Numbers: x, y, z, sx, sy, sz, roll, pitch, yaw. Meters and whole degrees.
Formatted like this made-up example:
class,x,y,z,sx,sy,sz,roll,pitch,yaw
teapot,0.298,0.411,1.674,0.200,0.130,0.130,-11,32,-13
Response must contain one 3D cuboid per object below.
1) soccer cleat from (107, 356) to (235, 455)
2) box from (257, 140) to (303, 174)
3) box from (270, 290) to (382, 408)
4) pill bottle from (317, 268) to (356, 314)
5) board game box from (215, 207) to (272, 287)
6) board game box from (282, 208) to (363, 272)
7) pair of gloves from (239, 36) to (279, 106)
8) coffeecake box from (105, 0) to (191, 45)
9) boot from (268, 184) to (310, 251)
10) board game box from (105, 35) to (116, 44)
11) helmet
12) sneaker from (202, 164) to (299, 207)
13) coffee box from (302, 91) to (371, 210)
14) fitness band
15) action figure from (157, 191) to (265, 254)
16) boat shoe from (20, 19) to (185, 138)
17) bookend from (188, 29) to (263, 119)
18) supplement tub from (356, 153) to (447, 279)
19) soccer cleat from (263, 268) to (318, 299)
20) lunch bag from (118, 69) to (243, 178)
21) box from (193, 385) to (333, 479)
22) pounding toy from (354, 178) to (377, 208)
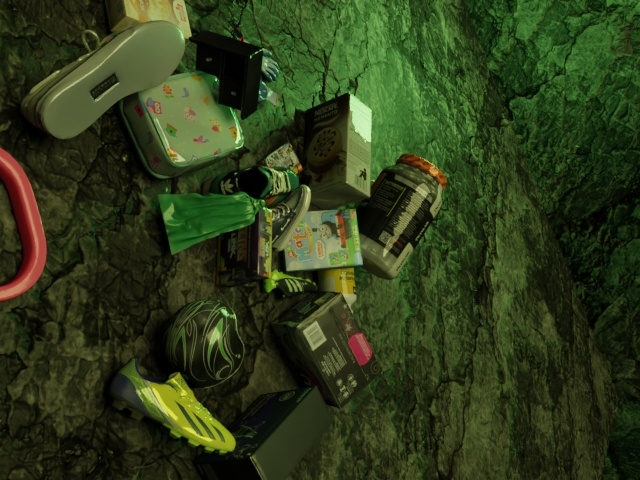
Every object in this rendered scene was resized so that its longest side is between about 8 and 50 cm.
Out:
class,x,y,z,sx,sy,sz,roll,pitch,yaw
soccer cleat,-0.280,0.332,1.348,0.289,0.093,0.121,34,66,-19
box,-0.108,-0.206,1.863,0.137,0.027,0.094,-47,115,-48
box,0.013,0.274,1.723,0.163,0.142,0.247,-35,105,-29
pill bottle,0.046,0.127,1.876,0.103,0.103,0.184,10,69,-50
board game box,-0.181,0.017,1.598,0.048,0.141,0.170,21,61,-47
board game box,0.000,0.000,1.822,0.212,0.039,0.160,-4,78,-13
pair of gloves,-0.174,-0.459,1.875,0.159,0.023,0.198,27,56,-42
coffeecake box,-0.399,-0.532,1.564,0.185,0.068,0.142,6,64,-51
boot,-0.099,-0.065,1.735,0.086,0.069,0.190,23,93,-43
board game box,-0.411,-0.413,1.550,0.169,0.033,0.133,-33,104,-52
helmet,-0.251,0.210,1.425,0.169,0.169,0.161,-48,132,-48
sneaker,-0.144,-0.136,1.699,0.302,0.121,0.108,-16,94,-47
coffee box,0.048,-0.256,1.964,0.119,0.168,0.297,27,57,-44
fitness band,-0.590,-0.034,1.173,0.209,0.054,0.290,-15,90,-53
action figure,-0.236,-0.058,1.524,0.232,0.063,0.137,-13,90,-13
boat shoe,-0.449,-0.343,1.374,0.367,0.156,0.136,-47,145,-26
bookend,-0.223,-0.384,1.565,0.072,0.157,0.156,-51,158,-51
supplement tub,0.214,-0.072,1.975,0.207,0.207,0.338,41,78,-36
soccer cleat,-0.081,0.124,1.763,0.179,0.060,0.072,19,74,-41
lunch bag,-0.315,-0.274,1.558,0.279,0.108,0.224,-32,97,-54
box,-0.120,0.440,1.490,0.261,0.184,0.103,-38,108,-51
pounding toy,0.210,-0.115,2.199,0.269,0.155,0.154,3,104,-42
